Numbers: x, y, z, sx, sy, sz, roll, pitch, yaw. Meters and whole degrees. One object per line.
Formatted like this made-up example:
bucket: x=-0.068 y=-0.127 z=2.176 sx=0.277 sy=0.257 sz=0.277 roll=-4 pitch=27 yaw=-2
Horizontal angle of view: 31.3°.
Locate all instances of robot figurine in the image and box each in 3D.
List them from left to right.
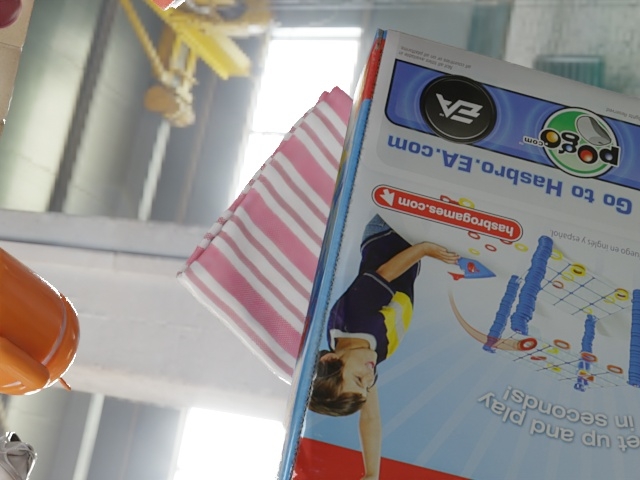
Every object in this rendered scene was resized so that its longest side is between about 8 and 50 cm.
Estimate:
robot figurine: x=-0.336 y=0.078 z=1.177 sx=0.219 sy=0.158 sz=0.128 roll=48 pitch=-127 yaw=-47

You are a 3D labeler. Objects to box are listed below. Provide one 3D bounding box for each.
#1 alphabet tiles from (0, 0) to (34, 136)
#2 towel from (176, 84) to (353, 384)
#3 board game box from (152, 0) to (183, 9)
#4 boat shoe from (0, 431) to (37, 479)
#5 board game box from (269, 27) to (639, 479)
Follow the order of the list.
alphabet tiles: x=-0.276 y=-0.071 z=0.552 sx=0.009 sy=0.237 sz=0.198 roll=-107 pitch=35 yaw=-59
towel: x=0.000 y=0.000 z=0.865 sx=0.144 sy=0.029 sz=0.197 roll=44 pitch=-107 yaw=-21
board game box: x=0.070 y=-0.236 z=0.439 sx=0.064 sy=0.242 sz=0.316 roll=50 pitch=-120 yaw=-11
boat shoe: x=-0.409 y=0.293 z=1.517 sx=0.063 sy=0.184 sz=0.066 roll=-36 pitch=-81 yaw=-16
board game box: x=0.136 y=0.092 z=0.482 sx=0.086 sy=0.308 sz=0.302 roll=113 pitch=172 yaw=-64
